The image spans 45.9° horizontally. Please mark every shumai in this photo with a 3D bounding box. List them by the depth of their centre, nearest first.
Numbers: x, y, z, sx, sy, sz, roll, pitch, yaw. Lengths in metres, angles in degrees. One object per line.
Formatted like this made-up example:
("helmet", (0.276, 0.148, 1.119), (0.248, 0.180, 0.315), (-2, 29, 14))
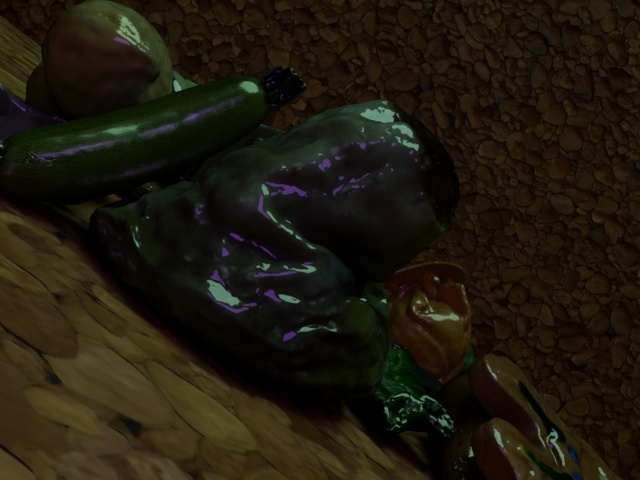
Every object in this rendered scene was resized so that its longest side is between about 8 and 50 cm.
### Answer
("shumai", (-0.017, -0.028, 0.699), (0.304, 0.263, 0.309), (37, 4, 13))

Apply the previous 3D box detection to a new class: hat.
("hat", (0.187, 0.192, 1.369), (0.244, 0.233, 0.233), (18, 42, -46))

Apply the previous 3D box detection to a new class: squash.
("squash", (-0.155, -0.089, 0.669), (0.080, 0.319, 0.071), (-22, -90, 60))

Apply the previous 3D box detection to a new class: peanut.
("peanut", (-0.235, -0.143, 0.787), (0.148, 0.147, 0.319), (37, -19, -6))

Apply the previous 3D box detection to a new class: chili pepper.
("chili pepper", (0.078, 0.165, 0.808), (0.098, 0.060, 0.224), (14, 9, -4))

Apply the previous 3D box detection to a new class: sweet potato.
("sweet potato", (0.176, 0.209, 0.865), (0.112, 0.112, 0.359), (37, 5, 20))

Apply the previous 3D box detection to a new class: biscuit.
("biscuit", (0.262, 0.260, 0.751), (0.334, 0.047, 0.202), (48, 25, -13))

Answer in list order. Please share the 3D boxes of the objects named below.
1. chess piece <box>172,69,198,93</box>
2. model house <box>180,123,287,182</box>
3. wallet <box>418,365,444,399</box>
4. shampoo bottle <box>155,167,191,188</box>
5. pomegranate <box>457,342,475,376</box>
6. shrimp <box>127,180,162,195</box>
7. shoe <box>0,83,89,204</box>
("chess piece", (-0.151, -0.148, 1.104), (0.243, 0.133, 0.133), (19, 13, -41))
("model house", (-0.045, 0.006, 1.034), (0.218, 0.205, 0.278), (10, 39, -45))
("wallet", (0.093, 0.174, 1.105), (0.182, 0.049, 0.229), (31, 4, -42))
("shampoo bottle", (-0.278, -0.139, 1.165), (0.284, 0.101, 0.101), (37, 2, 5))
("pomegranate", (0.260, 0.217, 1.543), (0.122, 0.161, 0.122), (15, 12, -3))
("shrimp", (-0.296, -0.114, 1.062), (0.217, 0.051, 0.115), (37, -5, 34))
("shoe", (-0.283, -0.099, 0.712), (0.169, 0.071, 0.099), (35, -4, -25))
